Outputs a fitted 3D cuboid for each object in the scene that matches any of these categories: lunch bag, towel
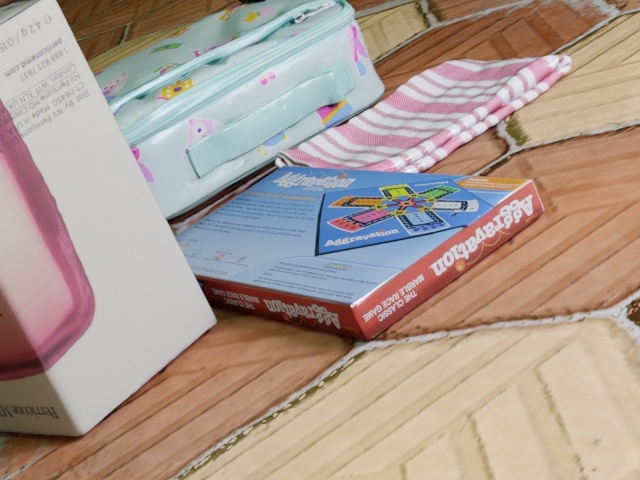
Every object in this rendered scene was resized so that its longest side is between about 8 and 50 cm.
[{"bbox_3d":[-0.094,-0.116,1.267,0.279,0.107,0.224,-33,20,-25],"label":"lunch bag"},{"bbox_3d":[0.076,-0.094,1.122,0.197,0.029,0.144,-34,21,-25],"label":"towel"}]

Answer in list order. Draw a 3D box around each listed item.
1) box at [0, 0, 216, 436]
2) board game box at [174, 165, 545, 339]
[{"bbox_3d":[-0.195,-0.011,0.912,0.149,0.232,0.127,-5,27,46],"label":"box"},{"bbox_3d":[0.000,0.000,0.965,0.145,0.027,0.281,-35,21,-25],"label":"board game box"}]
